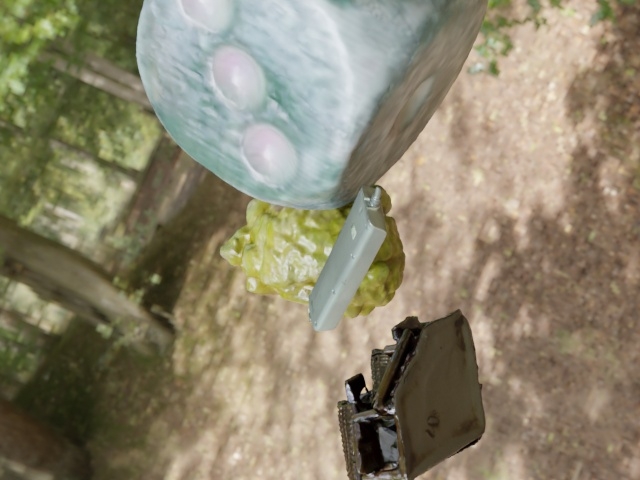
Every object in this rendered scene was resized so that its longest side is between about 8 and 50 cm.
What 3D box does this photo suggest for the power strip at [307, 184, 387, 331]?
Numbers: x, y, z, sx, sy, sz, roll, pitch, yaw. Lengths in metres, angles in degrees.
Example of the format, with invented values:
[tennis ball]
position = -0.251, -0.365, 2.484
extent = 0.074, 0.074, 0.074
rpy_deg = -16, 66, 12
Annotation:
[power strip]
position = 0.033, 0.019, 1.291
extent = 0.252, 0.027, 0.060
rpy_deg = 116, 152, -48

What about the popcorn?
[popcorn]
position = 0.000, 0.000, 1.596
extent = 0.212, 0.259, 0.259
rpy_deg = -67, 10, -6

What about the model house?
[model house]
position = 0.121, 0.309, 2.112
extent = 0.282, 0.297, 0.317
rpy_deg = -23, 71, 46

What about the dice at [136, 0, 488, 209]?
[dice]
position = -0.015, -0.269, 1.412
extent = 0.330, 0.348, 0.328
rpy_deg = -40, -19, -45
